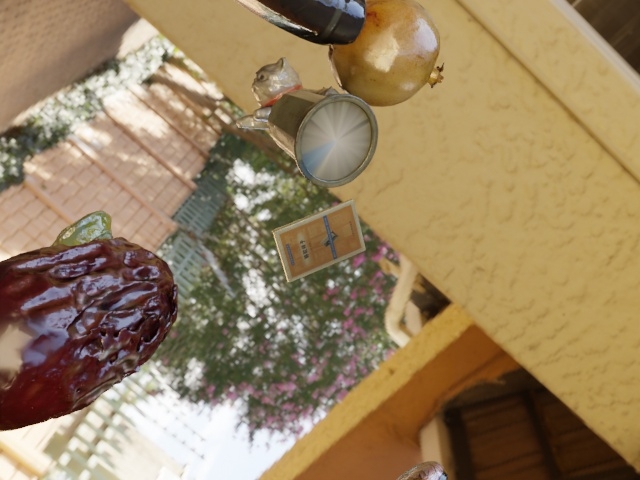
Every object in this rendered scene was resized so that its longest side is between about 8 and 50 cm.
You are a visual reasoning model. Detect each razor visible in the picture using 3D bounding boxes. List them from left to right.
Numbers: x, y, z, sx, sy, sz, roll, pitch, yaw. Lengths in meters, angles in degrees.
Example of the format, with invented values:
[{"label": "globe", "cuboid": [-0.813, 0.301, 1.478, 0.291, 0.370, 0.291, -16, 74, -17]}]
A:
[{"label": "razor", "cuboid": [-0.088, -0.471, 1.474, 0.113, 0.349, 0.204, -66, -156, 0]}]

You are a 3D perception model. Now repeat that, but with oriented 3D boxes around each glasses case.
[{"label": "glasses case", "cuboid": [0.139, 0.552, 1.574, 0.321, 0.082, 0.122, -38, -178, -39]}]

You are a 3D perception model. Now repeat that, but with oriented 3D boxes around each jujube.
[{"label": "jujube", "cuboid": [-0.372, 0.124, 1.118, 0.258, 0.258, 0.377, -42, 162, 32]}]

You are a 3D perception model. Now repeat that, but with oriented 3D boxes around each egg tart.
[{"label": "egg tart", "cuboid": [-0.604, 0.005, 2.055, 0.197, 0.078, 0.197, -47, 171, -10]}]

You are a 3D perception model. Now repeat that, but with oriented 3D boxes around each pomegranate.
[{"label": "pomegranate", "cuboid": [0.181, -0.496, 2.130, 0.319, 0.319, 0.319, -47, -169, 12]}]

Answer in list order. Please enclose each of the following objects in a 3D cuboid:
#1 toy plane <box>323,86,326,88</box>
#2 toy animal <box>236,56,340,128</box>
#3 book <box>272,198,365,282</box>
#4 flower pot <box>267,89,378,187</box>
[{"label": "toy plane", "cuboid": [0.023, -0.403, 2.241, 0.031, 0.078, 0.083, -20, -146, 13]}, {"label": "toy animal", "cuboid": [-0.046, -0.385, 2.116, 0.308, 0.266, 0.188, 169, -69, -67]}, {"label": "book", "cuboid": [0.000, 0.000, 2.194, 0.242, 0.170, 0.018, -23, -150, -14]}, {"label": "flower pot", "cuboid": [-0.005, -0.247, 1.802, 0.212, 0.212, 0.203, -49, -144, -1]}]
